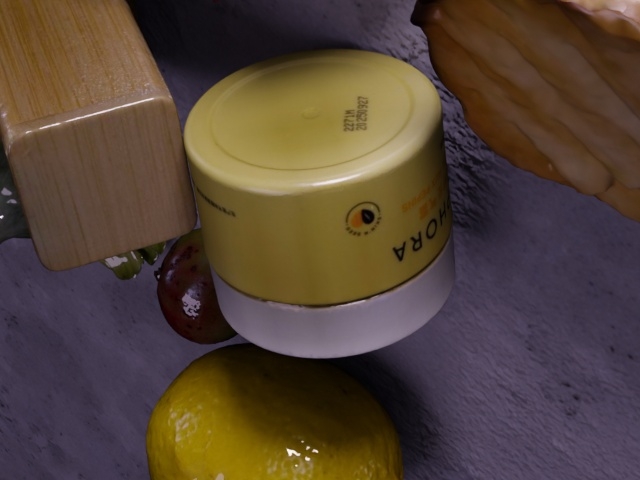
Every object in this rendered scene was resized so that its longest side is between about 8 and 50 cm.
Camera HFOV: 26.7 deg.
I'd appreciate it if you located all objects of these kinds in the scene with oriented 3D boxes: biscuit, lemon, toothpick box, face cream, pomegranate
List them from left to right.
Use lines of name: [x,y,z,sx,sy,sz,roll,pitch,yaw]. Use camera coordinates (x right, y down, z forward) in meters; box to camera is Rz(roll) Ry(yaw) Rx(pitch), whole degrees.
toothpick box: [-0.230,-0.132,1.240,0.308,0.190,0.187,-119,18,-48]
pomegranate: [-0.105,0.062,1.465,0.159,0.129,0.129,42,146,-5]
lemon: [-0.048,0.237,1.454,0.284,0.260,0.260,32,144,6]
face cream: [0.003,-0.036,1.159,0.218,0.218,0.179,22,137,34]
biscuit: [0.205,-0.110,0.918,0.296,0.102,0.296,33,167,9]

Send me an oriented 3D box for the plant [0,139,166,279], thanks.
plant: [-0.313,-0.047,1.535,0.306,0.297,0.261,16,167,18]
